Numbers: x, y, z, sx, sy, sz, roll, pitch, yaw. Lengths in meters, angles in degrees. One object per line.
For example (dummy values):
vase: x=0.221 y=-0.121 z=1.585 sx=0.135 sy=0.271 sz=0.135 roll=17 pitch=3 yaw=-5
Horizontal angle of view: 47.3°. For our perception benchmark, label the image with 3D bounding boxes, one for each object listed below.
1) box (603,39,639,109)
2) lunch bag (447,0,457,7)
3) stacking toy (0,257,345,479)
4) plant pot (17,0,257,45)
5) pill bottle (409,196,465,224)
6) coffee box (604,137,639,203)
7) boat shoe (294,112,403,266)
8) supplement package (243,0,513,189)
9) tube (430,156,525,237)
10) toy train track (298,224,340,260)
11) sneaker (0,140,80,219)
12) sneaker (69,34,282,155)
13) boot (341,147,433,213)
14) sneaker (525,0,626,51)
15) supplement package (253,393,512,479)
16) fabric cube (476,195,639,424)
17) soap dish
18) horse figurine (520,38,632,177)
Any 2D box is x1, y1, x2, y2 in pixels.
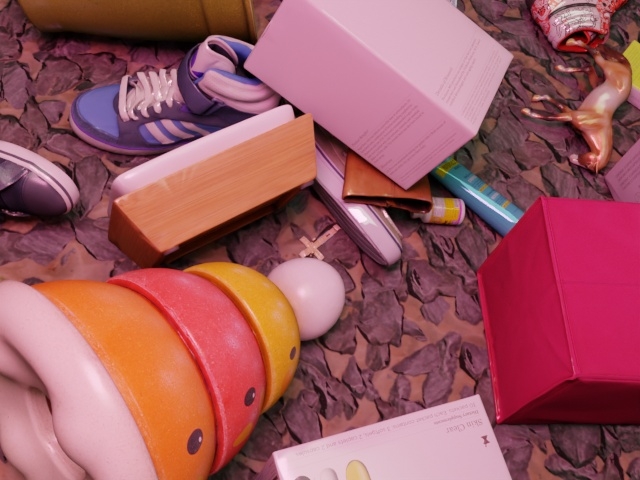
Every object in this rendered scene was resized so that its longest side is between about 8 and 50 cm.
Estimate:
box: x=0.640 y=-0.293 z=1.395 sx=0.178 sy=0.042 sz=0.109 roll=39 pitch=64 yaw=10
lunch bag: x=0.116 y=-0.365 z=1.270 sx=0.223 sy=0.160 sz=0.262 roll=8 pitch=81 yaw=-11
stacking toy: x=-0.142 y=0.134 z=0.921 sx=0.480 sy=0.351 sz=0.351 roll=-28 pitch=71 yaw=-38
plant pot: x=-0.300 y=-0.472 z=1.160 sx=0.353 sy=0.366 sz=0.367 roll=-9 pitch=65 yaw=-2
pill bottle: x=0.189 y=-0.049 z=1.186 sx=0.083 sy=0.043 sz=0.043 roll=4 pitch=63 yaw=-9
coffee box: x=0.727 y=-0.070 z=1.134 sx=0.334 sy=0.338 sz=0.338 roll=-11 pitch=66 yaw=-17
boat shoe: x=0.042 y=-0.096 z=1.140 sx=0.094 sy=0.109 sz=0.302 roll=-35 pitch=72 yaw=-8
supplement package: x=0.079 y=-0.247 z=1.000 sx=0.293 sy=0.177 sz=0.175 roll=36 pitch=57 yaw=-10
tube: x=0.244 y=-0.089 z=1.216 sx=0.207 sy=0.052 sz=0.080 roll=41 pitch=31 yaw=13
toy train track: x=0.000 y=0.000 z=1.143 sx=0.083 sy=0.014 sz=0.048 roll=-39 pitch=76 yaw=-25
sneaker: x=-0.504 y=-0.077 z=1.025 sx=0.321 sy=0.126 sz=0.127 roll=18 pitch=57 yaw=10
sneaker: x=-0.216 y=-0.234 z=1.090 sx=0.322 sy=0.236 sz=0.130 roll=4 pitch=63 yaw=-11
boot: x=0.043 y=-0.179 z=1.118 sx=0.264 sy=0.096 sz=0.280 roll=13 pitch=63 yaw=-21
sneaker: x=0.547 y=-0.448 z=1.431 sx=0.270 sy=0.090 sz=0.145 roll=-14 pitch=68 yaw=-13
supplement package: x=0.072 y=0.312 z=0.893 sx=0.261 sy=0.204 sz=0.145 roll=-12 pitch=67 yaw=-17
fabric cube: x=0.398 y=0.111 z=1.028 sx=0.258 sy=0.254 sz=0.259 roll=3 pitch=64 yaw=-10
soap dish: x=-0.153 y=-0.065 z=1.037 sx=0.290 sy=0.229 sz=0.118 roll=-28 pitch=88 yaw=-22
horse figurine: x=0.488 y=-0.262 z=1.322 sx=0.174 sy=0.066 sz=0.263 roll=30 pitch=74 yaw=19
